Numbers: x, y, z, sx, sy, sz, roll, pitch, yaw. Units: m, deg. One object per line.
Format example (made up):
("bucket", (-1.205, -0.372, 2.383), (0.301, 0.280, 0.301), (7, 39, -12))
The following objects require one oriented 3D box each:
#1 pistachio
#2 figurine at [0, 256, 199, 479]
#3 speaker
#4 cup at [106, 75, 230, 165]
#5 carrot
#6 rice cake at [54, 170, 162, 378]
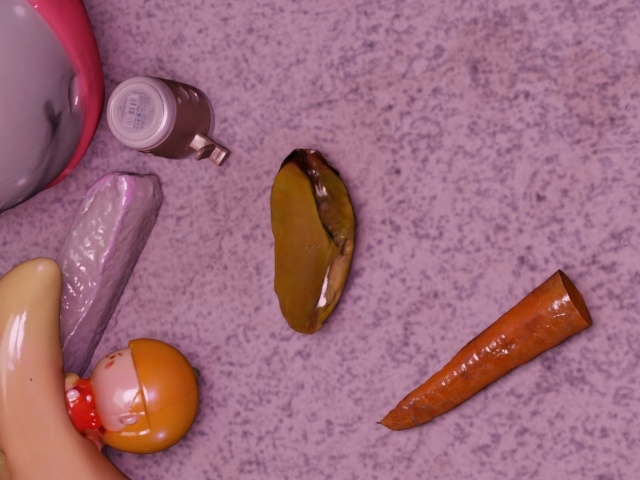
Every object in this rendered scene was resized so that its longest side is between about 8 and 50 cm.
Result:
("pistachio", (0.000, 0.000, 1.749), (0.089, 0.049, 0.173), (-4, 87, 45))
("figurine", (-0.214, 0.170, 1.753), (0.222, 0.124, 0.325), (-14, 100, -6))
("speaker", (-0.350, -0.147, 1.754), (0.294, 0.294, 0.294), (-1, 87, 21))
("cup", (-0.146, -0.104, 1.783), (0.074, 0.099, 0.102), (-31, 77, 17))
("carrot", (0.143, 0.113, 1.690), (0.224, 0.057, 0.057), (-38, 75, 18))
("rice cake", (-0.264, 0.107, 1.834), (0.064, 0.070, 0.399), (29, 97, 23))
